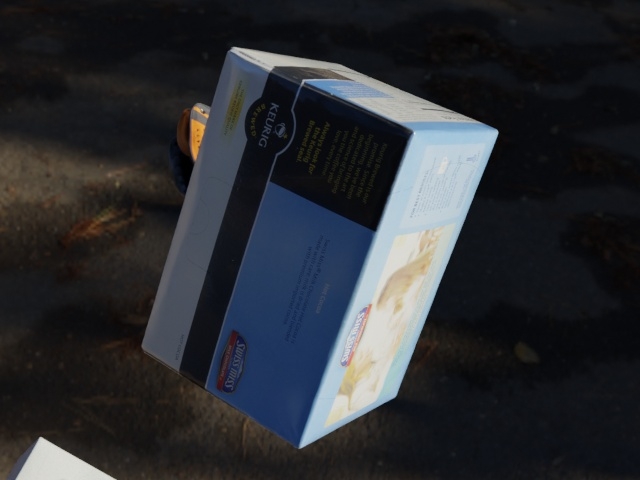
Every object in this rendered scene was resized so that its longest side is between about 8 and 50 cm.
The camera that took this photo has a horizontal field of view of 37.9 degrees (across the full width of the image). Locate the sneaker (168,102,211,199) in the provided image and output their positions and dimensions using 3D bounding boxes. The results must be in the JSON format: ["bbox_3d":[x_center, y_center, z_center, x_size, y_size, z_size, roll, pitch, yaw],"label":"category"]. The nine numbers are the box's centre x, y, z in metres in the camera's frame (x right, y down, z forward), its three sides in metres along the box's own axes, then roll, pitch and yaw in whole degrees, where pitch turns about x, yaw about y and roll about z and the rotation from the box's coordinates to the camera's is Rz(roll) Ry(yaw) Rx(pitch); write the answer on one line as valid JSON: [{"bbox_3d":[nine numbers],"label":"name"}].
[{"bbox_3d":[-0.096,-0.157,1.286,0.180,0.124,0.321,29,50,-11],"label":"sneaker"}]

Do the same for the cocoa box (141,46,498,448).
[{"bbox_3d":[0.000,0.000,1.007,0.227,0.347,0.231,27,19,25],"label":"cocoa box"}]

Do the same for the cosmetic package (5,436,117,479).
[{"bbox_3d":[-0.400,0.460,1.409,0.224,0.138,0.224,32,51,-12],"label":"cosmetic package"}]
